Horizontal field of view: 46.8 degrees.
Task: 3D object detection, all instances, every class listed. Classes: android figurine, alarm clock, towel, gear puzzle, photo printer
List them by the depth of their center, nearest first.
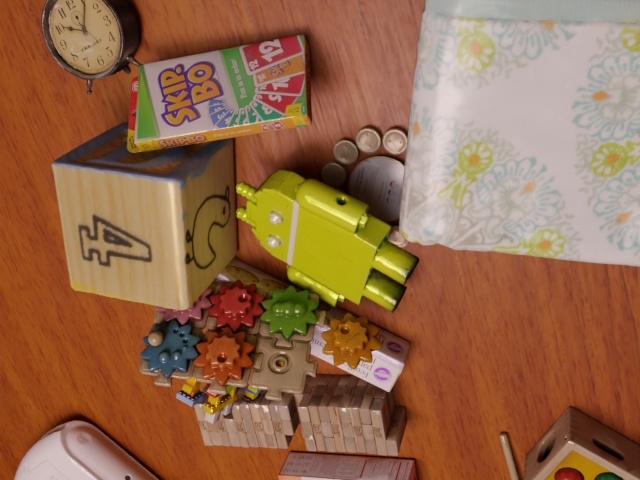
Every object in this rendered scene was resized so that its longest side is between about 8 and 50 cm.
[{"bbox_3d":[0.291,-0.127,0.868,0.374,0.090,0.321,6,115,6],"label":"towel"},{"bbox_3d":[-0.327,-0.311,1.029,0.129,0.064,0.192,-16,113,25],"label":"alarm clock"},{"bbox_3d":[0.000,0.000,1.030,0.272,0.056,0.248,29,150,9],"label":"android figurine"},{"bbox_3d":[-0.083,0.133,1.043,0.338,0.176,0.044,6,146,6],"label":"gear puzzle"},{"bbox_3d":[-0.450,0.506,1.454,0.307,0.107,0.256,41,121,-3],"label":"photo printer"}]

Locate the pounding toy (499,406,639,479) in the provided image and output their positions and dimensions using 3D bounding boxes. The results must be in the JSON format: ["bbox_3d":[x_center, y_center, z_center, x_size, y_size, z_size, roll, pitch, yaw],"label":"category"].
[{"bbox_3d":[0.351,0.362,1.118,0.181,0.094,0.206,29,121,3],"label":"pounding toy"}]

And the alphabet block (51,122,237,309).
[{"bbox_3d":[-0.243,-0.041,1.064,0.193,0.192,0.197,10,119,16],"label":"alphabet block"}]

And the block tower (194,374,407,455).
[{"bbox_3d":[-0.034,0.280,1.210,0.335,0.091,0.097,-2,115,19],"label":"block tower"}]

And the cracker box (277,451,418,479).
[{"bbox_3d":[0.056,0.452,1.279,0.232,0.067,0.156,-1,116,20],"label":"cracker box"}]

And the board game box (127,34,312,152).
[{"bbox_3d":[-0.141,-0.192,0.980,0.259,0.039,0.124,-8,68,15],"label":"board game box"}]

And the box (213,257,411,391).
[{"bbox_3d":[-0.021,0.126,1.144,0.324,0.067,0.063,26,120,6],"label":"box"}]

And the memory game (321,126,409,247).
[{"bbox_3d":[0.088,-0.072,1.038,0.186,0.012,0.186,8,118,15],"label":"memory game"}]

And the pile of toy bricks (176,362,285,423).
[{"bbox_3d":[-0.132,0.179,1.136,0.118,0.212,0.105,23,111,24],"label":"pile of toy bricks"}]
